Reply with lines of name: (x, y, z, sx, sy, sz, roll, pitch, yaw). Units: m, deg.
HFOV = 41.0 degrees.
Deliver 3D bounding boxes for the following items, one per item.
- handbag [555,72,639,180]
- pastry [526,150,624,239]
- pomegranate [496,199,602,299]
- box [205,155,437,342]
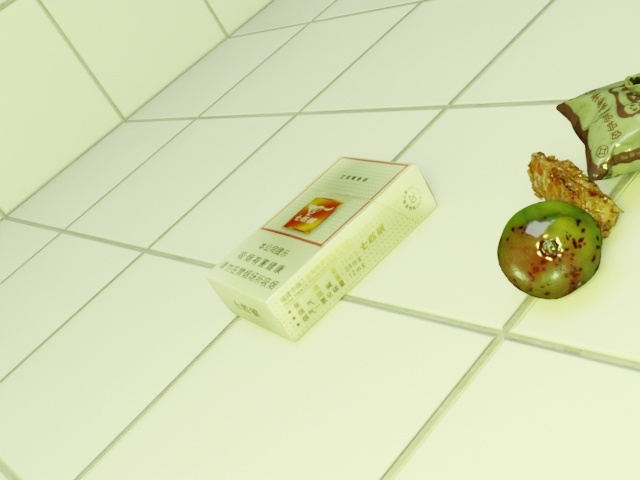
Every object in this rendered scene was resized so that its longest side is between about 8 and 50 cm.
handbag: (0.447, -0.161, 1.129, 0.235, 0.127, 0.213, -13, 27, 12)
pastry: (0.334, -0.059, 1.122, 0.063, 0.087, 0.169, -17, 39, -7)
pomegranate: (0.279, 0.015, 1.034, 0.130, 0.130, 0.130, -25, 27, 14)
box: (0.000, 0.000, 1.372, 0.330, 0.095, 0.210, -41, 28, -20)
